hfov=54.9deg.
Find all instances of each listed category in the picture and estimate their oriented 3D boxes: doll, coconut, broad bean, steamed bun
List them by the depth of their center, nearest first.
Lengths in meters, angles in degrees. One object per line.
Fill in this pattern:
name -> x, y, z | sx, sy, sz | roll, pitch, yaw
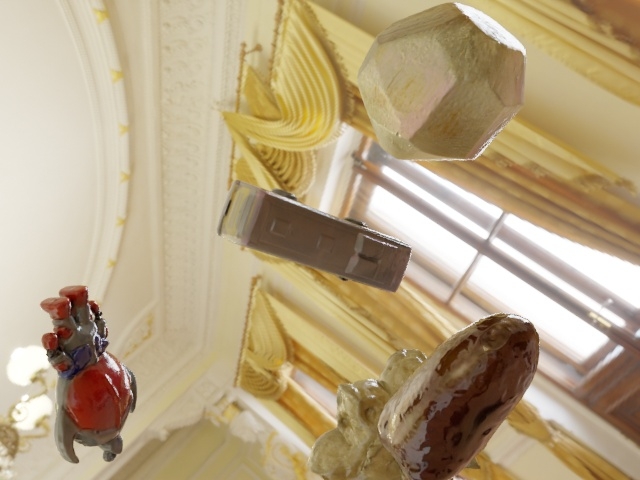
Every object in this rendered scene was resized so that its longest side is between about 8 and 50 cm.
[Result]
broad bean -> 0.120, 0.129, 0.523 | 0.114, 0.084, 0.165 | -6, -47, -56
doll -> -0.230, 0.140, 0.610 | 0.104, 0.062, 0.194 | -92, -6, -69
steamed bun -> 0.128, 0.294, 0.875 | 0.292, 0.137, 0.295 | -43, -45, -5
coconut -> 0.168, -0.218, 0.883 | 0.197, 0.237, 0.236 | -13, -43, -49

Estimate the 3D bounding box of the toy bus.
toy bus -> 0.000, 0.000, 0.523 | 0.172, 0.072, 0.057 | 19, -88, -32
